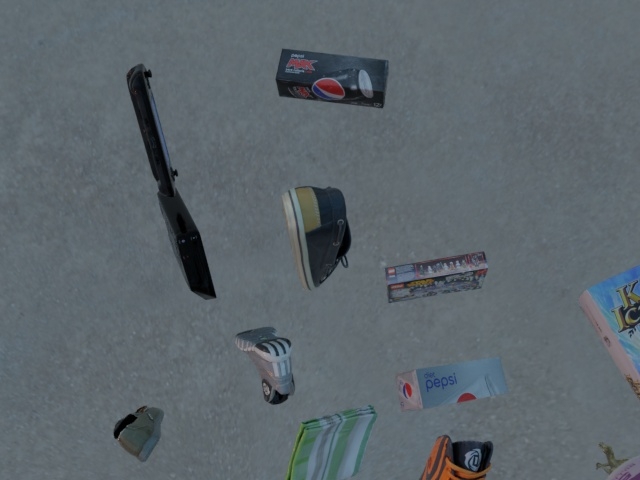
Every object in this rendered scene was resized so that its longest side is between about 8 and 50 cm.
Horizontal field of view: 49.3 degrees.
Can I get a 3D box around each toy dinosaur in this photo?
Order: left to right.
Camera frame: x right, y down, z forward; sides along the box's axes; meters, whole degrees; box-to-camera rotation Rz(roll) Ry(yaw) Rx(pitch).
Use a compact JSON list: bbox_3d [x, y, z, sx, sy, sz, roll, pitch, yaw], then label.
[{"bbox_3d":[0.717,0.546,1.645,0.183,0.093,0.053,31,35,-9],"label":"toy dinosaur"}]

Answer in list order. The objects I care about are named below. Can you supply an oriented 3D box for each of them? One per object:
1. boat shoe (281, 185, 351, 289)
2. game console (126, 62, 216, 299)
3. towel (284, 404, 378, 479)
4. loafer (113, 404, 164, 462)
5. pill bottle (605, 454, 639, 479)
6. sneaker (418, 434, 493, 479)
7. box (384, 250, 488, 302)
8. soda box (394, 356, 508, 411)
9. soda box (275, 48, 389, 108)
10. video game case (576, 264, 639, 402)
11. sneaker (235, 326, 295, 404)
[{"bbox_3d":[0.000,0.000,1.767,0.155,0.500,0.187,-14,70,-3],"label":"boat shoe"},{"bbox_3d":[-0.238,-0.091,1.101,0.043,0.362,0.213,-18,29,-14],"label":"game console"},{"bbox_3d":[0.015,0.284,0.936,0.023,0.152,0.113,23,103,38],"label":"towel"},{"bbox_3d":[-0.407,0.411,1.552,0.087,0.251,0.094,34,80,-12],"label":"loafer"},{"bbox_3d":[0.305,0.247,0.489,0.169,0.301,0.170,-1,80,7],"label":"pill bottle"},{"bbox_3d":[0.226,0.413,1.102,0.124,0.321,0.180,14,95,-15],"label":"sneaker"},{"bbox_3d":[0.158,0.053,0.969,0.136,0.094,0.027,-10,68,3],"label":"box"},{"bbox_3d":[0.330,0.357,1.743,0.286,0.091,0.098,-1,74,-32],"label":"soda box"},{"bbox_3d":[0.019,-0.249,1.076,0.168,0.053,0.060,8,72,7],"label":"soda box"},{"bbox_3d":[0.538,0.125,0.954,0.269,0.061,0.244,-24,66,-3],"label":"video game case"},{"bbox_3d":[-0.105,0.246,1.344,0.086,0.228,0.132,-11,96,-16],"label":"sneaker"}]
